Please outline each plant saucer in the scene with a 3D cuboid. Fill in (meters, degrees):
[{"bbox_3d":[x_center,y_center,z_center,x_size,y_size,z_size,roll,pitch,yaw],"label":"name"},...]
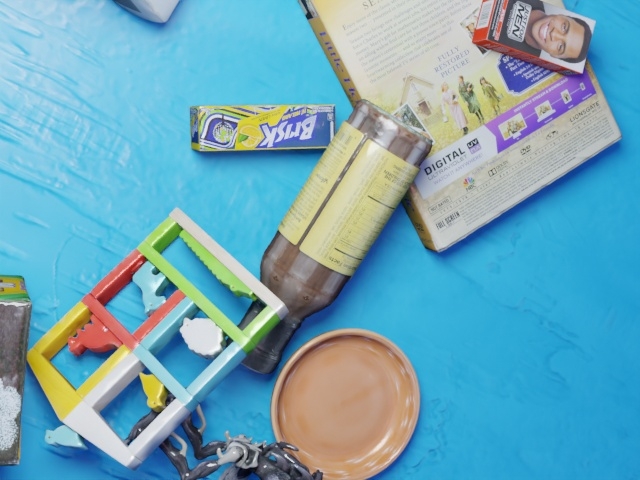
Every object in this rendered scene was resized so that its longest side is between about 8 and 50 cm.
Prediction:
[{"bbox_3d":[0.029,0.208,1.339,0.200,0.037,0.200,-2,95,-19],"label":"plant saucer"}]

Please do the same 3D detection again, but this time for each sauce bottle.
[{"bbox_3d":[0.000,0.000,1.252,0.111,0.111,0.344,31,100,-18],"label":"sauce bottle"}]

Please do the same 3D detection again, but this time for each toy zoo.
[{"bbox_3d":[-0.203,0.123,1.197,0.293,0.030,0.192,-45,65,-10],"label":"toy zoo"}]

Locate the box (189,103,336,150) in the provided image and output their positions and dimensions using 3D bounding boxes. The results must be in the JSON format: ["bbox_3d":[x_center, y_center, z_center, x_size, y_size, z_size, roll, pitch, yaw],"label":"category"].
[{"bbox_3d":[-0.069,-0.136,1.263,0.169,0.059,0.054,-4,98,-18],"label":"box"}]

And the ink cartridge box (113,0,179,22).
[{"bbox_3d":[-0.151,-0.461,1.083,0.091,0.308,0.385,28,83,20],"label":"ink cartridge box"}]

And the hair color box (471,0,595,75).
[{"bbox_3d":[0.265,-0.259,1.304,0.141,0.043,0.072,14,90,-20],"label":"hair color box"}]

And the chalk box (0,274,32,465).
[{"bbox_3d":[-0.459,0.127,1.099,0.289,0.179,0.180,4,94,-17],"label":"chalk box"}]

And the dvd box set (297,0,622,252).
[{"bbox_3d":[0.171,-0.240,1.331,0.308,0.062,0.420,-32,104,-13],"label":"dvd box set"}]

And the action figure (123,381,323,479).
[{"bbox_3d":[-0.098,0.289,1.239,0.276,0.164,0.141,37,112,1],"label":"action figure"}]
